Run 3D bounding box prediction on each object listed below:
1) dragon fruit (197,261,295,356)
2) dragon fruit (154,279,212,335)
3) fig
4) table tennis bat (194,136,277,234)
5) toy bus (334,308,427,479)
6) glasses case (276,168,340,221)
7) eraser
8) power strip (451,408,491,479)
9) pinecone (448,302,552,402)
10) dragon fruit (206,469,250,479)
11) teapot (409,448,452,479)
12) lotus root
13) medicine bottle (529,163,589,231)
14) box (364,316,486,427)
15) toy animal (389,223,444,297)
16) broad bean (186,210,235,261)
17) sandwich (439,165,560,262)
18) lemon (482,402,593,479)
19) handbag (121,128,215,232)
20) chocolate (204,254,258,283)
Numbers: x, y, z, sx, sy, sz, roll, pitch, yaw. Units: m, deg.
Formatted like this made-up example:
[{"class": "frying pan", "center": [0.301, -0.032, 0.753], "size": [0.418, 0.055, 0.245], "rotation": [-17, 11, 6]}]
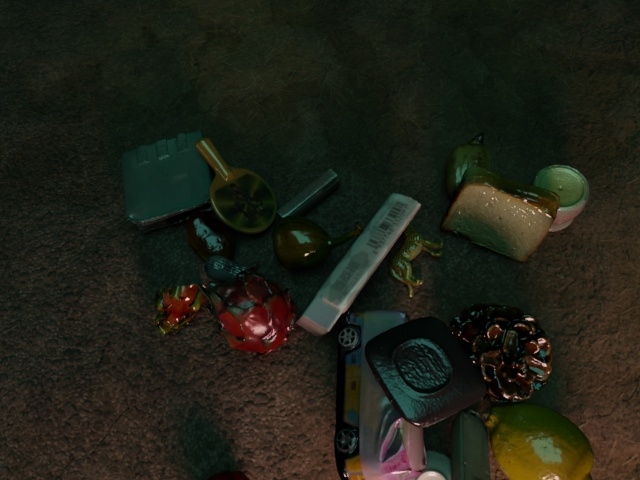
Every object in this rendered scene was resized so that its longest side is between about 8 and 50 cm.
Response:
[{"class": "dragon fruit", "center": [-0.176, 0.172, 1.233], "size": [0.274, 0.192, 0.193], "rotation": [28, 27, -17]}, {"class": "dragon fruit", "center": [-0.368, 0.165, 1.314], "size": [0.142, 0.138, 0.174], "rotation": [18, 88, 36]}, {"class": "fig", "center": [0.000, 0.000, 1.316], "size": [0.260, 0.151, 0.151], "rotation": [-6, 64, 19]}, {"class": "table tennis bat", "center": [-0.250, -0.157, 1.418], "size": [0.198, 0.050, 0.320], "rotation": [-34, 87, -39]}, {"class": "toy bus", "center": [0.139, 0.344, 1.111], "size": [0.163, 0.171, 0.386], "rotation": [-14, 54, 27]}, {"class": "glasses case", "center": [-0.033, -0.118, 1.436], "size": [0.205, 0.071, 0.047], "rotation": [-40, 73, -14]}, {"class": "eraser", "center": [0.090, 0.063, 1.279], "size": [0.082, 0.213, 0.396], "rotation": [37, 72, 2]}, {"class": "power strip", "center": [0.323, 0.490, 1.075], "size": [0.078, 0.052, 0.272], "rotation": [27, 36, -5]}, {"class": "pinecone", "center": [0.401, 0.250, 1.142], "size": [0.244, 0.257, 0.243], "rotation": [-8, 66, 18]}, {"class": "dragon fruit", "center": [-0.208, 0.581, 1.102], "size": [0.142, 0.121, 0.130], "rotation": [-44, 61, 11]}, {"class": "teapot", "center": [0.251, 0.547, 1.100], "size": [0.246, 0.116, 0.159], "rotation": [11, 55, 3]}, {"class": "lotus root", "center": [0.421, -0.209, 1.420], "size": [0.125, 0.118, 0.220], "rotation": [14, 67, 10]}, {"class": "medicine bottle", "center": [0.630, -0.111, 1.347], "size": [0.148, 0.143, 0.147], "rotation": [-3, 66, 8]}, {"class": "box", "center": [0.216, 0.264, 1.038], "size": [0.201, 0.042, 0.212], "rotation": [-23, 60, -13]}, {"class": "toy animal", "center": [0.238, 0.047, 1.351], "size": [0.136, 0.073, 0.181], "rotation": [30, 83, 24]}, {"class": "broad bean", "center": [-0.307, -0.005, 1.395], "size": [0.165, 0.084, 0.114], "rotation": [39, 91, 13]}, {"class": "sandwich", "center": [0.461, -0.071, 1.300], "size": [0.251, 0.226, 0.087], "rotation": [21, 55, 10]}, {"class": "lemon", "center": [0.469, 0.449, 1.083], "size": [0.248, 0.184, 0.184], "rotation": [37, 73, 27]}, {"class": "handbag", "center": [-0.439, -0.172, 1.478], "size": [0.269, 0.100, 0.274], "rotation": [-19, 65, -1]}, {"class": "chocolate", "center": [-0.230, 0.092, 1.336], "size": [0.167, 0.072, 0.072], "rotation": [25, 68, -8]}]
